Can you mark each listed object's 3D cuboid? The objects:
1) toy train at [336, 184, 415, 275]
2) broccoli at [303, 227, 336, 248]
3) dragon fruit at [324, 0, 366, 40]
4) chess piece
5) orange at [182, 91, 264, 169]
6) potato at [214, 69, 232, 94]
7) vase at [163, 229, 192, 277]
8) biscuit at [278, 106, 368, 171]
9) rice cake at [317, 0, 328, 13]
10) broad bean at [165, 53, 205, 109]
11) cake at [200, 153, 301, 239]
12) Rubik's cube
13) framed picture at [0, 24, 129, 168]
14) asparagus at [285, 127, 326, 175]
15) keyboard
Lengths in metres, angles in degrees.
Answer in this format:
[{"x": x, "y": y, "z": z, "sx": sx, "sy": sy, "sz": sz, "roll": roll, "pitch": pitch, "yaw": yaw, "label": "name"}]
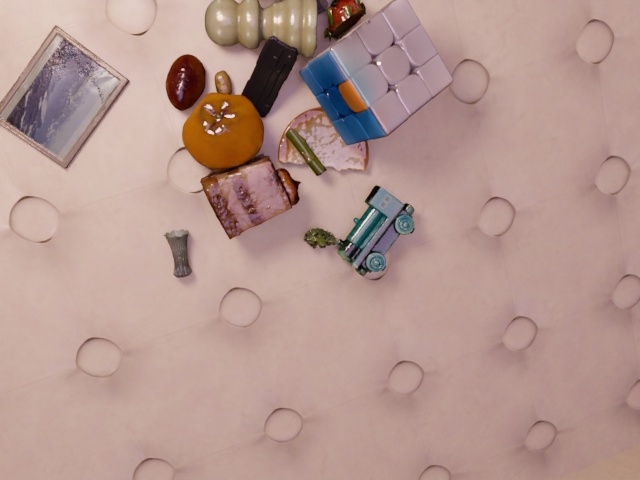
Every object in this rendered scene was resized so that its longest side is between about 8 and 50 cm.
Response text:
[{"x": 0.187, "y": -0.029, "z": 1.761, "sx": 0.194, "sy": 0.120, "sz": 0.298, "roll": 36, "pitch": 94, "yaw": -9, "label": "toy train"}, {"x": 0.000, "y": 0.000, "z": 1.738, "sx": 0.095, "sy": 0.092, "sz": 0.097, "roll": -29, "pitch": 134, "yaw": 10, "label": "broccoli"}, {"x": 0.074, "y": -0.708, "z": 1.587, "sx": 0.142, "sy": 0.138, "sz": 0.175, "roll": -3, "pitch": 81, "yaw": -36, "label": "dragon fruit"}, {"x": -0.178, "y": -0.648, "z": 1.520, "sx": 0.329, "sy": 0.182, "sz": 0.183, "roll": 0, "pitch": 103, "yaw": -7, "label": "chess piece"}, {"x": -0.288, "y": -0.329, "z": 1.530, "sx": 0.248, "sy": 0.183, "sz": 0.249, "roll": 0, "pitch": 85, "yaw": -1, "label": "orange"}, {"x": -0.303, "y": -0.487, "z": 1.589, "sx": 0.051, "sy": 0.040, "sz": 0.083, "roll": -12, "pitch": 107, "yaw": -18, "label": "potato"}, {"x": -0.460, "y": 0.046, "z": 1.663, "sx": 0.081, "sy": 0.081, "sz": 0.149, "roll": -7, "pitch": 107, "yaw": -10, "label": "vase"}, {"x": 0.016, "y": -0.336, "z": 1.689, "sx": 0.308, "sy": 0.040, "sz": 0.205, "roll": 4, "pitch": 102, "yaw": -13, "label": "biscuit"}, {"x": -0.072, "y": -0.810, "z": 1.557, "sx": 0.270, "sy": 0.055, "sz": 0.049, "roll": 45, "pitch": 51, "yaw": -17, "label": "rice cake"}, {"x": -0.410, "y": -0.481, "z": 1.549, "sx": 0.114, "sy": 0.084, "sz": 0.165, "roll": 27, "pitch": 90, "yaw": -33, "label": "broad bean"}, {"x": -0.207, "y": -0.159, "z": 1.602, "sx": 0.292, "sy": 0.196, "sz": 0.199, "roll": -24, "pitch": 105, "yaw": -4, "label": "cake"}, {"x": 0.158, "y": -0.493, "z": 1.529, "sx": 0.291, "sy": 0.291, "sz": 0.290, "roll": -40, "pitch": 106, "yaw": -13, "label": "Rubik's cube"}, {"x": -0.773, "y": -0.423, "z": 1.517, "sx": 0.247, "sy": 0.022, "sz": 0.335, "roll": 37, "pitch": 93, "yaw": -17, "label": "framed picture"}, {"x": -0.048, "y": -0.286, "z": 1.646, "sx": 0.045, "sy": 0.041, "sz": 0.178, "roll": -44, "pitch": 105, "yaw": -24, "label": "asparagus"}, {"x": -0.162, "y": -0.492, "z": 1.558, "sx": 0.106, "sy": 0.016, "sz": 0.262, "roll": 25, "pitch": 131, "yaw": -15, "label": "keyboard"}]
